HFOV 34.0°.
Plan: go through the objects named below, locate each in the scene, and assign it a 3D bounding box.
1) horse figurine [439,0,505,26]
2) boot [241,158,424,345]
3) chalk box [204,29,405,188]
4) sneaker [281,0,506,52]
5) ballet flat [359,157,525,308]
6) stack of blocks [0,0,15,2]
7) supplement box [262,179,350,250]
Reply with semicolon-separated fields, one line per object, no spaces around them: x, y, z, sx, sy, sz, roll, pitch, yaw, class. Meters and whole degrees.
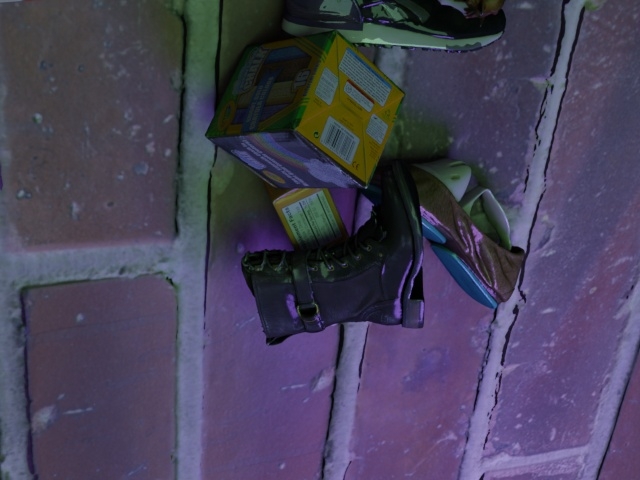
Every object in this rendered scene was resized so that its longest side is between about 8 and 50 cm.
0.165;-0.316;1.158;0.263;0.174;0.066;-30;144;-54;horse figurine
0.013;0.025;1.304;0.229;0.091;0.263;-2;121;5;boot
-0.033;-0.147;1.227;0.132;0.213;0.132;35;70;-37;chalk box
0.099;-0.294;1.229;0.283;0.107;0.124;-2;116;-21;sneaker
0.182;-0.034;1.434;0.342;0.116;0.124;40;80;-36;ballet flat
-0.370;-0.325;1.024;0.297;0.087;0.171;-9;124;-17;stack of blocks
0.000;0.000;1.390;0.080;0.078;0.233;-23;126;-2;supplement box
